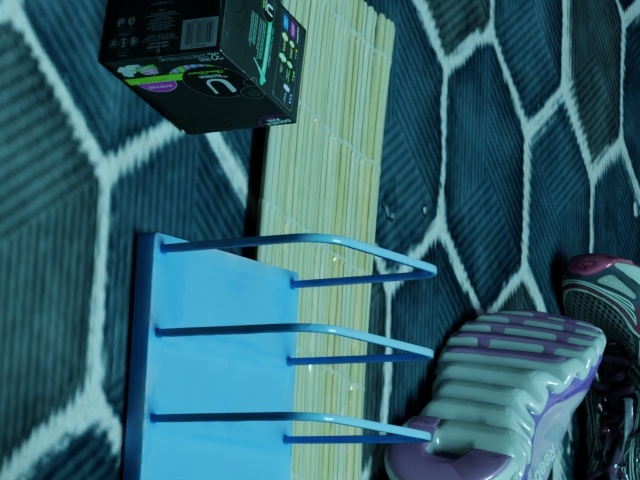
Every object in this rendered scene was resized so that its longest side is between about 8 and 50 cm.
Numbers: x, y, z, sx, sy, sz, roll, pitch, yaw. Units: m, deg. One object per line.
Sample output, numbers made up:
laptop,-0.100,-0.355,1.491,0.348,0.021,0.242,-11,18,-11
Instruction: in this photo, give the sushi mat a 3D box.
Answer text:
sushi mat,0.000,0.000,1.066,0.151,0.019,0.316,32,60,-60

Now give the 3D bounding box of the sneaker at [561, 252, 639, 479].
sneaker,0.246,0.147,1.491,0.112,0.121,0.299,-31,112,-29

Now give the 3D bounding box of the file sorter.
file sorter,-0.014,0.087,0.903,0.118,0.104,0.170,17,72,-54

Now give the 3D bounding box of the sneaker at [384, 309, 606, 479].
sneaker,0.111,0.128,1.226,0.236,0.095,0.104,-47,136,-51

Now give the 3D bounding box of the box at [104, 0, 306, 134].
box,-0.052,-0.090,0.905,0.083,0.062,0.052,40,51,-59
